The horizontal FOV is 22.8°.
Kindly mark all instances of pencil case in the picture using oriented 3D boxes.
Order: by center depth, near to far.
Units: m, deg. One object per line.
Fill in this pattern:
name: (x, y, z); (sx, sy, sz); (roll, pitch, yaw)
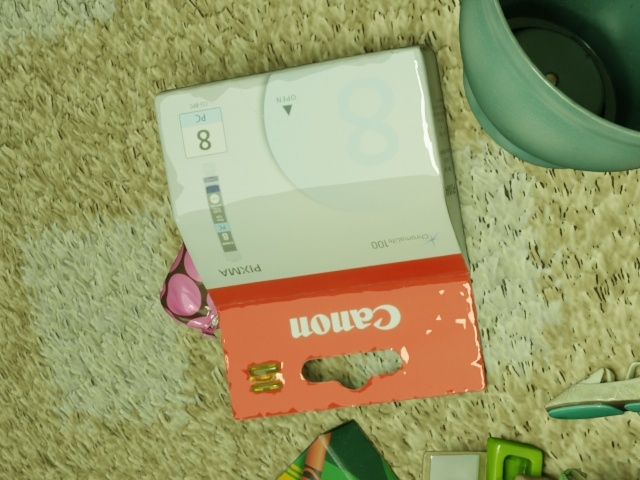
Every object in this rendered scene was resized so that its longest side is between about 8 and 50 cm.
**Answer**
pencil case: (-0.111, 0.010, 1.879); (0.209, 0.095, 0.098); (-64, 32, 26)

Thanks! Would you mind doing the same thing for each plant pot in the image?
plant pot: (0.251, -0.184, 1.495); (0.293, 0.293, 0.196); (60, 152, 11)

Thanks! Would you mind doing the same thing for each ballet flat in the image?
ballet flat: (0.312, 0.154, 1.637); (0.168, 0.057, 0.052); (-8, 66, 33)

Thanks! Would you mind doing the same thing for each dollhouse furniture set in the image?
dollhouse furniture set: (0.184, 0.323, 1.581); (0.301, 0.151, 0.198); (-149, 61, -76)

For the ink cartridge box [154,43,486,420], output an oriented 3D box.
ink cartridge box: (0.000, 0.000, 1.740); (0.308, 0.091, 0.385); (-9, 92, 16)

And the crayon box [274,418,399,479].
crayon box: (0.057, 0.395, 1.836); (0.318, 0.081, 0.202); (51, 122, 16)
